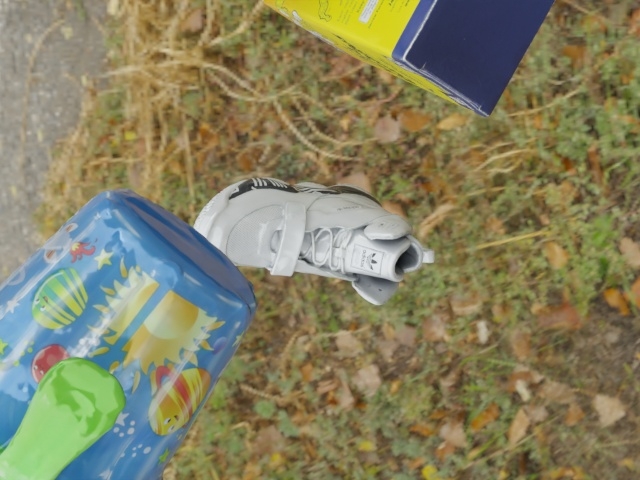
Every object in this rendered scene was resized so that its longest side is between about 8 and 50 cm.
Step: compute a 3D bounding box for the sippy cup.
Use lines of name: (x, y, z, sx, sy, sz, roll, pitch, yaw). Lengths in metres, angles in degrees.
sippy cup: (-0.179, 0.086, 0.867, 0.224, 0.240, 0.305, -51, 44, 8)

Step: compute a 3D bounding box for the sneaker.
sneaker: (0.000, 0.000, 1.543, 0.210, 0.366, 0.137, 31, 117, 43)

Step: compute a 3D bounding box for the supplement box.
supplement box: (0.115, -0.344, 1.457, 0.356, 0.194, 0.195, 36, 99, 48)
